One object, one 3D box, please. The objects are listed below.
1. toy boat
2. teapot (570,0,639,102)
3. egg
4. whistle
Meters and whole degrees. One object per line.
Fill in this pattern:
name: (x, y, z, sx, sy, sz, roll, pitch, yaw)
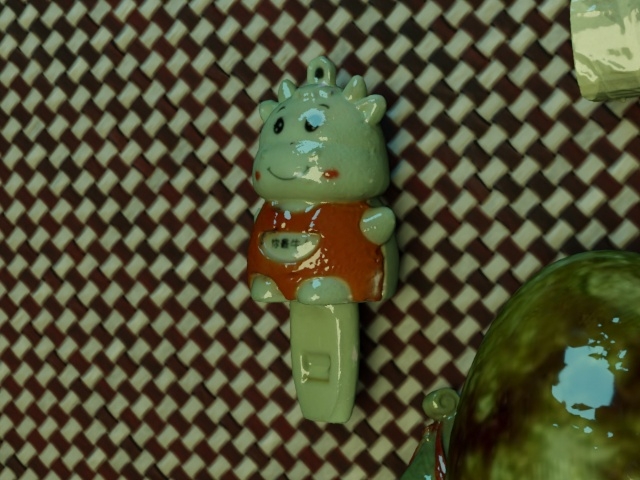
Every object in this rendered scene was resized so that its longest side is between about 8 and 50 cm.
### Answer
toy boat: (0.101, 0.194, 0.881, 0.185, 0.071, 0.089, 64, 154, 7)
teapot: (0.252, -0.133, 0.771, 0.201, 0.107, 0.077, -6, 90, 23)
egg: (0.189, 0.144, 0.752, 0.238, 0.238, 0.289, -13, 74, 23)
whistle: (0.000, 0.000, 0.895, 0.102, 0.106, 0.253, 9, 101, 63)
